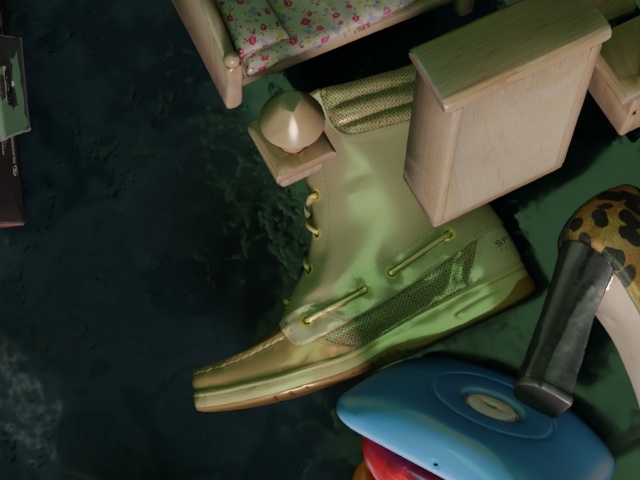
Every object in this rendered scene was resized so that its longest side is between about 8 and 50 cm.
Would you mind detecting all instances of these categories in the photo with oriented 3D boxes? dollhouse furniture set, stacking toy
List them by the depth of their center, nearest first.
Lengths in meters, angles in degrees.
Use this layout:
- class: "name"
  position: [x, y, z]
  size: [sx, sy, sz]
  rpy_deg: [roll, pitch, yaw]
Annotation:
- class: "dollhouse furniture set"
  position: [0.057, -0.215, 1.030]
  size: [0.303, 0.174, 0.355]
  rpy_deg: [-24, 68, -12]
- class: "stacking toy"
  position: [0.073, 0.247, 1.083]
  size: [0.175, 0.166, 0.302]
  rpy_deg: [25, 108, 22]

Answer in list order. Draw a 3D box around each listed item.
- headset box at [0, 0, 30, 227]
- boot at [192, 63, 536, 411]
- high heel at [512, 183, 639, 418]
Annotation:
- class: "headset box"
  position: [-0.370, -0.106, 1.218]
  size: [0.293, 0.110, 0.218]
  rpy_deg: [-7, 89, 16]
- class: "boot"
  position: [0.000, 0.000, 1.115]
  size: [0.262, 0.095, 0.203]
  rpy_deg: [-23, 85, 10]
- class: "high heel"
  position: [0.272, 0.080, 1.061]
  size: [0.261, 0.093, 0.186]
  rpy_deg: [29, 63, -9]
